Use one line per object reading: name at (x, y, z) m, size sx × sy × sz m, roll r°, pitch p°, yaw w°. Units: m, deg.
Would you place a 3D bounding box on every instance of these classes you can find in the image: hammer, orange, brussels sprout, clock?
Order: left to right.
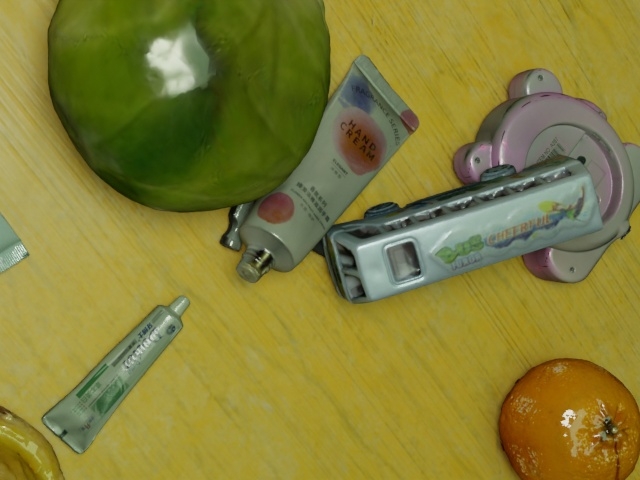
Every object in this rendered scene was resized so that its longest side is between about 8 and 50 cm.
brussels sprout at (-0.147, -0.195, 1.163) m, size 0.344 × 0.268 × 0.344 m, roll 12°, pitch 71°, yaw -37°
hammer at (0.000, 0.000, 1.346) m, size 0.246 × 0.029 × 0.103 m, roll 22°, pitch 85°, yaw -23°
clock at (0.312, -0.089, 1.437) m, size 0.248 × 0.090 × 0.228 m, roll 42°, pitch 77°, yaw -17°
orange at (0.337, 0.253, 1.423) m, size 0.193 × 0.161 × 0.193 m, roll -2°, pitch 96°, yaw -18°

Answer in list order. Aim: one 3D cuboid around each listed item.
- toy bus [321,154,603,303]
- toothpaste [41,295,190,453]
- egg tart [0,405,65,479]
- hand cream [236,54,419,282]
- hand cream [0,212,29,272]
toy bus at (0.171, -0.010, 1.301) m, size 0.329 × 0.136 × 0.109 m, roll -18°, pitch 103°, yaw -5°
toothpaste at (-0.230, 0.149, 1.252) m, size 0.064 × 0.041 × 0.218 m, roll 43°, pitch 79°, yaw -6°
egg tart at (-0.395, 0.318, 1.154) m, size 0.288 × 0.118 × 0.288 m, roll 1°, pitch 88°, yaw -21°
hand cream at (0.005, -0.078, 1.301) m, size 0.124 × 0.077 × 0.341 m, roll 47°, pitch 61°, yaw -18°
hand cream at (-0.434, -0.104, 1.152) m, size 0.085 × 0.058 × 0.331 m, roll -38°, pitch 111°, yaw -34°
